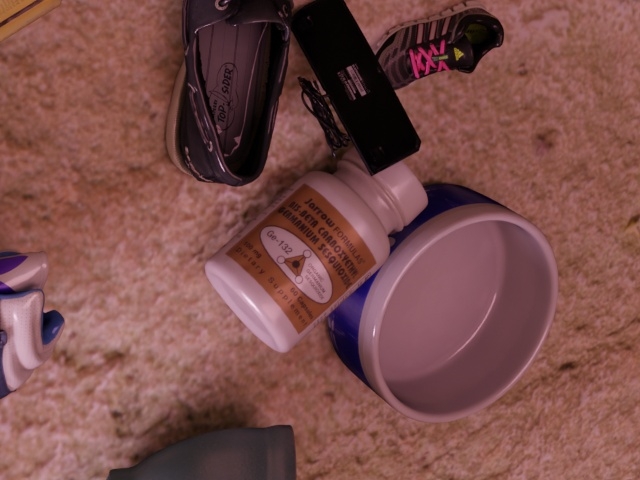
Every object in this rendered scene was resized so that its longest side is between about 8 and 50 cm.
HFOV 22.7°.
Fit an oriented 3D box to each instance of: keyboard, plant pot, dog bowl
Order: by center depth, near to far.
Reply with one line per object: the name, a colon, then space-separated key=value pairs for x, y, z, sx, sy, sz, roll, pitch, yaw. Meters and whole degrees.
keyboard: x=0.021 y=-0.158 z=1.678 sx=0.100 sy=0.038 sz=0.192 roll=-28 pitch=89 yaw=-25
plant pot: x=-0.138 y=0.336 z=1.704 sx=0.196 sy=0.293 sz=0.293 roll=5 pitch=110 yaw=-6
dog bowl: x=0.143 y=0.071 z=1.844 sx=0.265 sy=0.104 sz=0.264 roll=-15 pitch=121 yaw=-28

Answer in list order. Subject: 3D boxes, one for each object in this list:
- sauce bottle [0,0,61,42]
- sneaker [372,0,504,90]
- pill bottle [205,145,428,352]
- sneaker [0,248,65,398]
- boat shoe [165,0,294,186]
sauce bottle: x=-0.372 y=-0.184 z=1.403 sx=0.344 sy=0.111 sz=0.111 roll=-34 pitch=125 yaw=-17
sneaker: x=0.130 y=-0.208 z=1.738 sx=0.170 sy=0.075 sz=0.063 roll=-27 pitch=123 yaw=-20
pill bottle: x=0.000 y=0.000 z=1.710 sx=0.229 sy=0.131 sz=0.131 roll=-42 pitch=127 yaw=-12
sneaker: x=-0.375 y=0.042 z=1.462 sx=0.236 sy=0.130 sz=0.322 roll=-32 pitch=135 yaw=2
boat shoe: x=-0.079 y=-0.212 z=1.577 sx=0.127 sy=0.113 sz=0.340 roll=2 pitch=109 yaw=-33
